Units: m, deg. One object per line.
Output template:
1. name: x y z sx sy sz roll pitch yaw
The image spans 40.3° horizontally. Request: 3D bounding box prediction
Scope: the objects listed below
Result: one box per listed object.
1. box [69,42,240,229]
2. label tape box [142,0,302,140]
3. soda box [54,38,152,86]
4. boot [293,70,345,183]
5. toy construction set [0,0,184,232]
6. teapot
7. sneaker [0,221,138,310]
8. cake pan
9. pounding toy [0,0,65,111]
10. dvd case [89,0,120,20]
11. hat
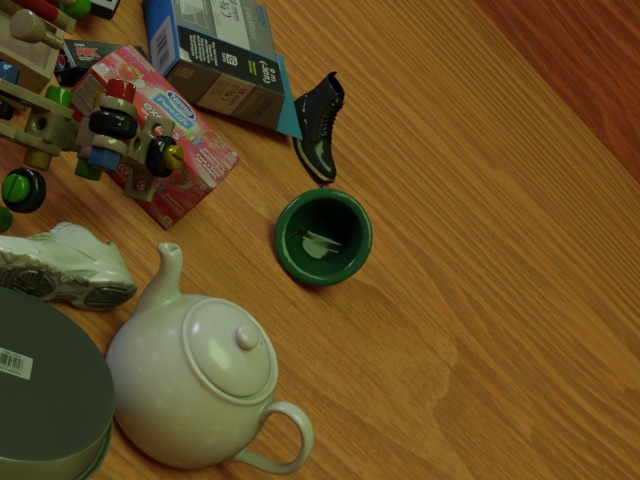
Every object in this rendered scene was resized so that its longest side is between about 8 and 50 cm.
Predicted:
1. box: -0.269 -0.162 1.366 0.257 0.128 0.122 45 35 -10
2. label tape box: -0.159 -0.352 1.663 0.334 0.106 0.240 13 51 -36
3. soda box: -0.359 -0.289 1.440 0.169 0.053 0.060 -11 68 -53
4. boot: 0.012 -0.228 1.751 0.077 0.137 0.197 -4 63 -51
5. toy construction set: -0.321 -0.178 1.198 0.237 0.258 0.308 20 57 -68
6. teapot: -0.145 0.172 1.160 0.256 0.187 0.252 26 42 -35
7. sneaker: -0.355 0.023 1.150 0.232 0.090 0.115 21 38 -51
8. cake pan: -0.357 0.157 0.978 0.293 0.054 0.293 30 27 -17
9. pounding toy: -0.489 -0.274 1.235 0.206 0.094 0.181 29 40 -31
10. dvd case: -0.420 -0.485 1.517 0.179 0.029 0.238 18 43 -13
11. hat: 0.000 0.000 1.635 0.173 0.183 0.208 46 75 1
